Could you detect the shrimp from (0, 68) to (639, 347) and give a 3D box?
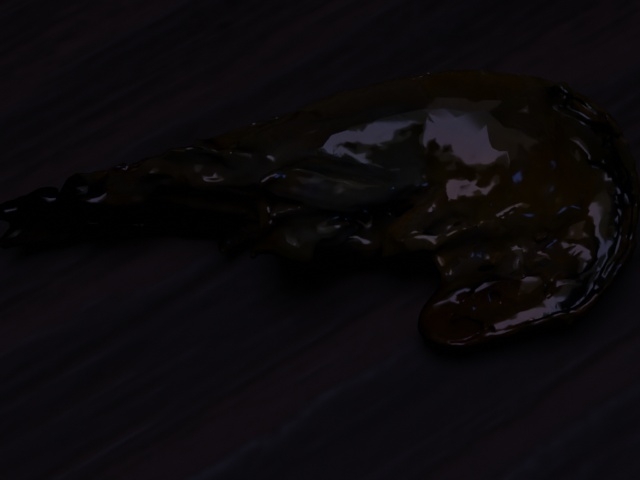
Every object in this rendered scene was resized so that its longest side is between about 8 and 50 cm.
[{"bbox_3d":[-0.004,-0.009,0.579,0.262,0.066,0.117,-12,57,2],"label":"shrimp"}]
